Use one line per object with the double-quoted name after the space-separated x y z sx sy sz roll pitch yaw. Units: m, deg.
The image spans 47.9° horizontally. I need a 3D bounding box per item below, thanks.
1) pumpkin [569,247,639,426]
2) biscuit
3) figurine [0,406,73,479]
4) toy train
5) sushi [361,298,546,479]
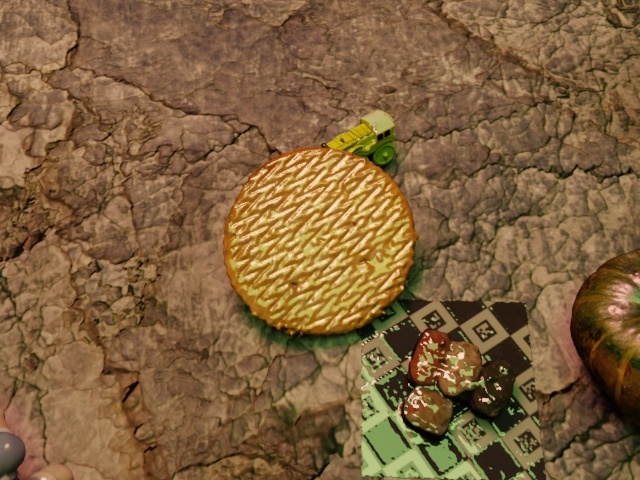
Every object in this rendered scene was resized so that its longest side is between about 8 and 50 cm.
0.434 0.121 0.842 0.260 0.189 0.260 -18 44 18 "pumpkin"
0.000 0.000 0.930 0.254 0.035 0.253 0 84 -5 "biscuit"
-0.320 0.308 0.724 0.382 0.205 0.224 33 55 17 "figurine"
-0.005 -0.094 1.002 0.250 0.085 0.053 -31 50 -15 "toy train"
0.160 0.170 0.883 0.220 0.047 0.231 1 62 0 "sushi"
